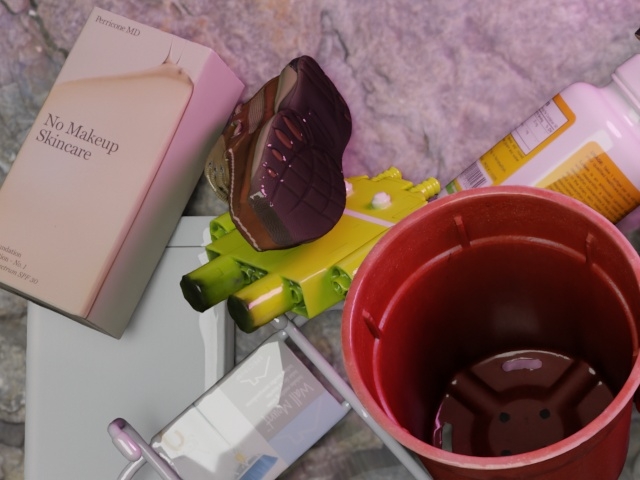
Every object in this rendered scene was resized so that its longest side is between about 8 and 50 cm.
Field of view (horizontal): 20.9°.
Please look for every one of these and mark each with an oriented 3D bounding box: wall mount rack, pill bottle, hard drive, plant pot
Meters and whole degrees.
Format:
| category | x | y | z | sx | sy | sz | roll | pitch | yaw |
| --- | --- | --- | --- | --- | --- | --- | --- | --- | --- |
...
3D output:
| category | x | y | z | sx | sy | sz | roll | pitch | yaw |
| --- | --- | --- | --- | --- | --- | --- | --- | --- | --- |
| wall mount rack | -0.038 | 0.232 | 1.762 | 0.350 | 0.130 | 0.304 | -42 | 91 | -1 |
| pill bottle | 0.247 | -0.068 | 1.710 | 0.246 | 0.136 | 0.136 | -40 | 77 | 11 |
| hard drive | -0.208 | 0.152 | 1.882 | 0.233 | 0.047 | 0.353 | -1 | 86 | 17 |
| plant pot | 0.178 | 0.132 | 1.602 | 0.272 | 0.265 | 0.272 | -6 | 60 | 11 |

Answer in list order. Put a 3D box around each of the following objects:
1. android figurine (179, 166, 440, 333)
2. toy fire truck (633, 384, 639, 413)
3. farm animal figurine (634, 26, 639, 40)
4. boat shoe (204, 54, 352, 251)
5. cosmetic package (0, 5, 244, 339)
| category | x | y | z | sx | sy | sz | roll | pitch | yaw |
| --- | --- | --- | --- | --- | --- | --- | --- | --- | --- |
| android figurine | 0.000 | 0.000 | 1.738 | 0.248 | 0.273 | 0.056 | 20 | 134 | 52 |
| toy fire truck | 0.362 | 0.062 | 1.610 | 0.158 | 0.246 | 0.217 | 4 | 87 | 18 |
| farm animal figurine | 0.457 | -0.150 | 1.569 | 0.330 | 0.327 | 0.172 | 42 | 101 | 2 |
| boat shoe | -0.048 | -0.071 | 1.729 | 0.120 | 0.324 | 0.122 | -28 | 108 | 20 |
| cosmetic package | -0.225 | -0.071 | 1.831 | 0.160 | 0.113 | 0.309 | 21 | 81 | 22 |
